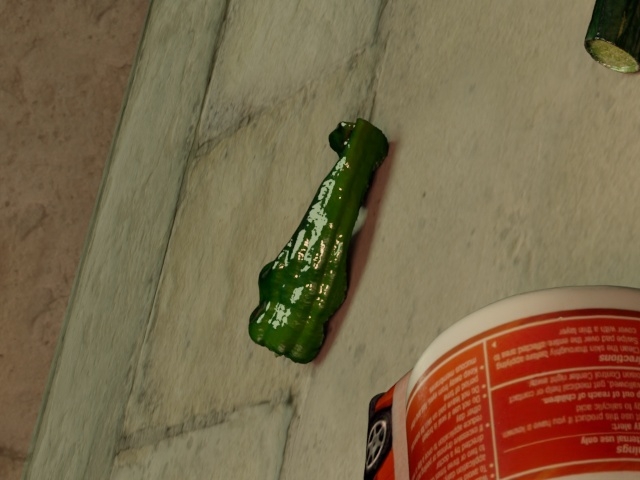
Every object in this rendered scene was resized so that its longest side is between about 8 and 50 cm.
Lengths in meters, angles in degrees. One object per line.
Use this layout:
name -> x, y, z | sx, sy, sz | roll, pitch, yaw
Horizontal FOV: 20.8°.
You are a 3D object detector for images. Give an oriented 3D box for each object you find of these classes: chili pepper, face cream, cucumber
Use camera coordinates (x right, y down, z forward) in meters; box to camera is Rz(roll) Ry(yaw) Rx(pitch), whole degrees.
chili pepper -> 0.000, 0.000, 1.737 | 0.099, 0.083, 0.253 | -157, 89, -80
face cream -> 0.152, 0.152, 0.988 | 0.201, 0.201, 0.187 | -52, 30, 43
cucumber -> 0.232, -0.182, 1.322 | 0.048, 0.048, 0.105 | -19, 52, 66

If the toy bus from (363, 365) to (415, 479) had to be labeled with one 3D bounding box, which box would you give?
toy bus -> 0.111, 0.204, 1.183 | 0.147, 0.127, 0.303 | -49, 27, 37
